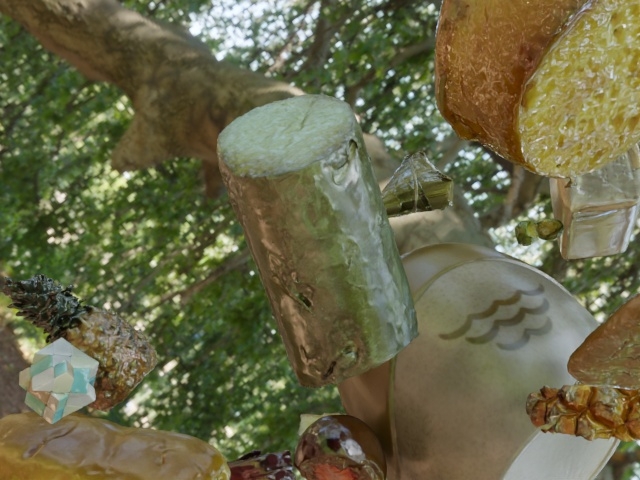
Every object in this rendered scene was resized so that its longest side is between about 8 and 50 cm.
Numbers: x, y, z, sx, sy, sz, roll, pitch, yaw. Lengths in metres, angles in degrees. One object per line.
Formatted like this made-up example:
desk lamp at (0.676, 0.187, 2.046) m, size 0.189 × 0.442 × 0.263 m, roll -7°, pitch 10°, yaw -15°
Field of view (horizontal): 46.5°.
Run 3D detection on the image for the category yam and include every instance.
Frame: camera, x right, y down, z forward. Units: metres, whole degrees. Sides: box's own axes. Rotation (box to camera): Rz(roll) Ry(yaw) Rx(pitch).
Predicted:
yam at (0.000, 0.000, 0.819) m, size 0.168 × 0.168 × 0.304 m, roll 23°, pitch -46°, yaw 66°

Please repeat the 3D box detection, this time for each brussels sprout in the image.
brussels sprout at (0.387, -0.015, 1.326) m, size 0.051 × 0.083 × 0.046 m, roll -104°, pitch -170°, yaw -77°

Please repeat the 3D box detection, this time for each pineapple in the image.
pineapple at (0.297, 0.178, 0.811) m, size 0.137 × 0.069 × 0.116 m, roll -6°, pitch -10°, yaw 33°
pineapple at (-0.413, 0.154, 1.244) m, size 0.278 × 0.158 × 0.158 m, roll 45°, pitch -11°, yaw -10°

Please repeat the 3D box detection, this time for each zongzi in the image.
zongzi at (0.143, -0.098, 1.384) m, size 0.160 × 0.176 × 0.078 m, roll -116°, pitch -169°, yaw -62°

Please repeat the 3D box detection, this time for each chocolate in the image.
chocolate at (0.026, 0.293, 1.001) m, size 0.133 × 0.124 × 0.127 m, roll 86°, pitch -15°, yaw -52°

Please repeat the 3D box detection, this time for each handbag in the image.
handbag at (-0.142, 0.424, 1.223) m, size 0.146 × 0.225 × 0.135 m, roll 28°, pitch 45°, yaw -63°

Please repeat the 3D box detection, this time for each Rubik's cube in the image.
Rubik's cube at (-0.300, 0.163, 0.849) m, size 0.084 × 0.073 × 0.075 m, roll 16°, pitch -68°, yaw 23°

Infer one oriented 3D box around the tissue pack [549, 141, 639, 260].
tissue pack at (0.556, -0.111, 1.418) m, size 0.238 × 0.238 × 0.305 m, roll 47°, pitch -1°, yaw 25°

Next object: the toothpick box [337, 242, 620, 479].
toothpick box at (0.230, 0.214, 1.193) m, size 0.425 × 0.409 × 0.409 m, roll 44°, pitch -15°, yaw 44°

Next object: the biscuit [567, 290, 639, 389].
biscuit at (0.197, 0.059, 0.438) m, size 0.147 × 0.071 × 0.018 m, roll 102°, pitch -6°, yaw -60°

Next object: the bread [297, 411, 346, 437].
bread at (0.023, 0.346, 1.384) m, size 0.080 × 0.109 × 0.084 m, roll 50°, pitch 19°, yaw -10°

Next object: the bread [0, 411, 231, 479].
bread at (-0.294, 0.311, 0.963) m, size 0.344 × 0.149 × 0.195 m, roll 9°, pitch 10°, yaw 16°

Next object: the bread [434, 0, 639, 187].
bread at (0.331, -0.277, 0.989) m, size 0.215 × 0.398 × 0.398 m, roll 54°, pitch -9°, yaw 38°
